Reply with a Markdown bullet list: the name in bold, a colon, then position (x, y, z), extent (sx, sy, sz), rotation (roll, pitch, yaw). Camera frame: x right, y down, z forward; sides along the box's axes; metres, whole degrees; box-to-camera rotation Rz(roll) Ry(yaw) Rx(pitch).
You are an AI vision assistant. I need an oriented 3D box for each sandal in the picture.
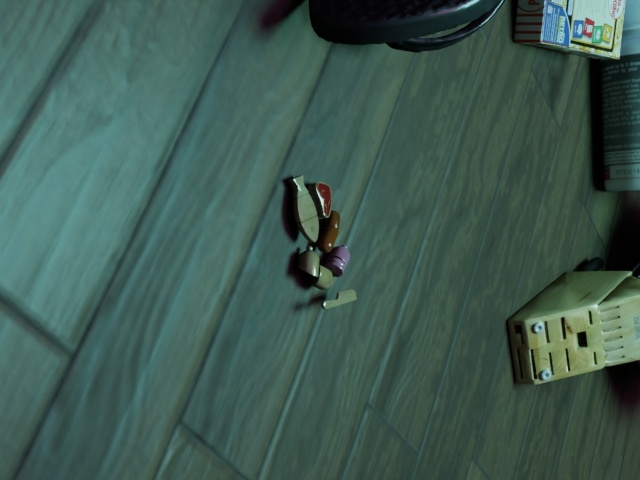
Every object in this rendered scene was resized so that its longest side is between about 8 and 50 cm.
- **sandal**: position (0.138, -0.272, 1.070), extent (0.446, 0.167, 0.107), rotation (-48, 145, -45)

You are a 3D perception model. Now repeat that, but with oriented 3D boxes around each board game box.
- **board game box**: position (0.335, -0.322, 1.402), extent (0.193, 0.045, 0.147), rotation (0, 98, -44)

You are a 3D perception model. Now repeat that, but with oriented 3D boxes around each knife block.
- **knife block**: position (0.353, 0.095, 1.450), extent (0.275, 0.242, 0.088), rotation (-12, 102, -9)

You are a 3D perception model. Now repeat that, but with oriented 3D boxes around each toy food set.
- **toy food set**: position (0.000, 0.000, 0.977), extent (0.078, 0.019, 0.122), rotation (-11, 91, -55)

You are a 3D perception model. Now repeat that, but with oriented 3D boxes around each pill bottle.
- **pill bottle**: position (0.500, -0.216, 1.585), extent (0.161, 0.161, 0.283), rotation (-5, 93, -56)

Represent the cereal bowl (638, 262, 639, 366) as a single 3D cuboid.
- **cereal bowl**: position (0.557, 0.075, 1.636), extent (0.339, 0.141, 0.339), rotation (13, 90, -75)
